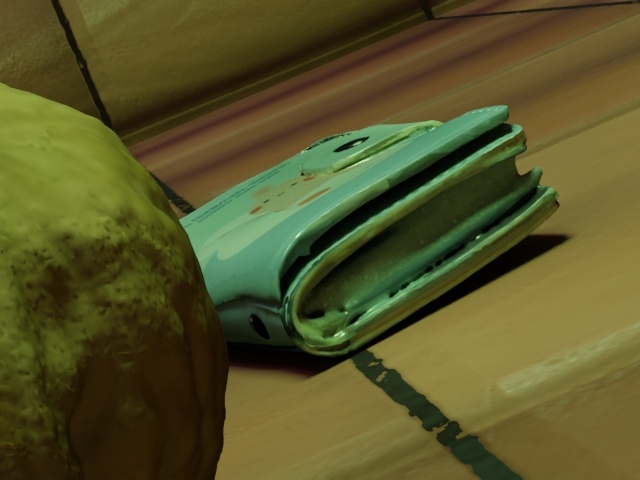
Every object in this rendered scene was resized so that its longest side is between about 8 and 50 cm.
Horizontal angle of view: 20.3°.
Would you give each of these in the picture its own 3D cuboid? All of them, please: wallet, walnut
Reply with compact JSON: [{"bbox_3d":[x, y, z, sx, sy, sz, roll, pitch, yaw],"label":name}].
[{"bbox_3d":[0.000,0.000,0.956,0.176,0.075,0.250,-33,12,-22],"label":"wallet"},{"bbox_3d":[-0.104,0.042,0.605,0.141,0.204,0.238,-2,5,-28],"label":"walnut"}]
